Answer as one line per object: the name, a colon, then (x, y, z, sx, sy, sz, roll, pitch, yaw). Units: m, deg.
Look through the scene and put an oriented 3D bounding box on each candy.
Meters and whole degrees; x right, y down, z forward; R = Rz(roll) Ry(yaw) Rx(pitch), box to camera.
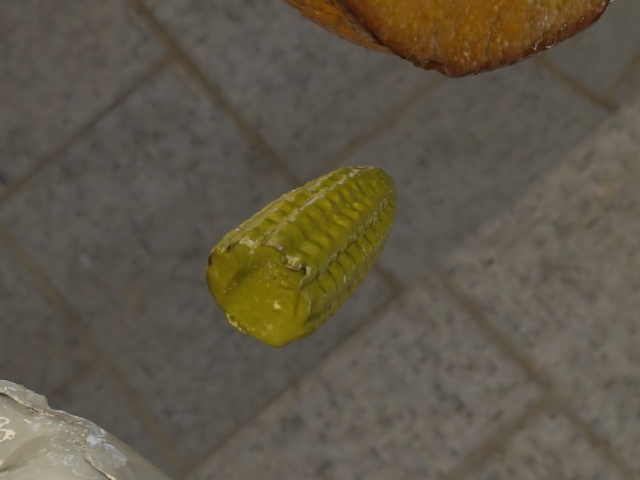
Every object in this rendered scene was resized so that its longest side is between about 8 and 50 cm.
candy: (0.000, 0.000, 1.490, 0.094, 0.106, 0.199, 57, 40, -6)

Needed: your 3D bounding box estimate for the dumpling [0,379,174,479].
dumpling: (-0.174, 0.264, 1.295, 0.341, 0.260, 0.181, 48, -16, -4)

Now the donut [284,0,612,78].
donut: (0.113, -0.333, 1.612, 0.377, 0.435, 0.163, 29, -12, -40)
